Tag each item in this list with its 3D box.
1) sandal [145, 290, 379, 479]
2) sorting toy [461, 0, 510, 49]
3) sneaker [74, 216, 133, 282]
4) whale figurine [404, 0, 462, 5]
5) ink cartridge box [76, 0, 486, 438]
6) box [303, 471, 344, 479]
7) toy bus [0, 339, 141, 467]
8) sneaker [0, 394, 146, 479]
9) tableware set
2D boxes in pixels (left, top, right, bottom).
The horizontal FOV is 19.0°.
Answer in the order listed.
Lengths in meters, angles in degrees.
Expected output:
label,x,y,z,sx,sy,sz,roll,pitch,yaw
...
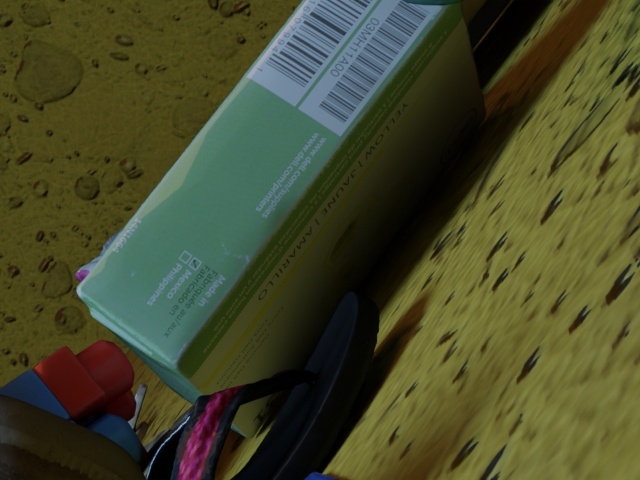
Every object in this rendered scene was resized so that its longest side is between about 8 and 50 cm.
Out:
label,x,y,z,sx,sy,sz,roll,pitch,yaw
sandal,-0.041,0.086,0.593,0.179,0.040,0.067,-54,4,-7
sorting toy,0.071,-0.126,0.932,0.193,0.038,0.208,-52,-3,10
sneaker,-0.055,0.004,1.077,0.111,0.103,0.252,-51,10,-24
whale figurine,0.103,-0.146,0.556,0.216,0.141,0.272,-53,29,2
ink cartridge box,0.000,0.000,0.780,0.171,0.056,0.235,-53,-20,-9
box,-0.069,0.144,0.482,0.225,0.036,0.136,-53,4,-9
toy bus,-0.161,0.137,0.810,0.211,0.149,0.220,-34,-22,-25
sneaker,-0.093,0.107,0.482,0.188,0.066,0.071,125,163,-53
tableware set,-0.131,0.143,1.076,0.128,0.039,0.194,-55,5,-24
